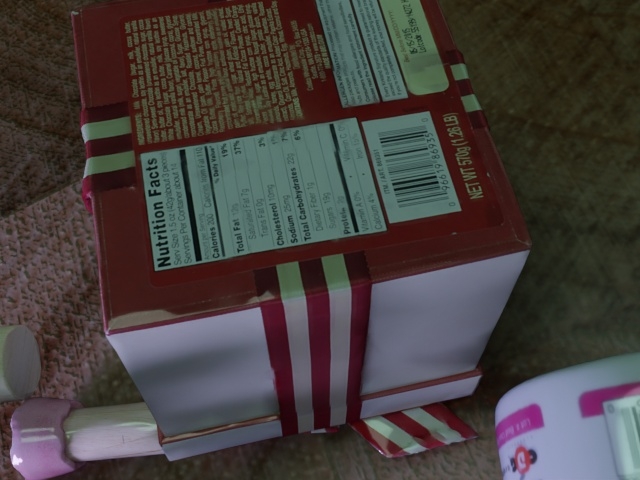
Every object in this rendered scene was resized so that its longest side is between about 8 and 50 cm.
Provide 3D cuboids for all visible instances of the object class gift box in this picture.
[{"bbox_3d":[0.000,0.000,0.564,0.276,0.258,0.255,-6,62,-5],"label":"gift box"}]

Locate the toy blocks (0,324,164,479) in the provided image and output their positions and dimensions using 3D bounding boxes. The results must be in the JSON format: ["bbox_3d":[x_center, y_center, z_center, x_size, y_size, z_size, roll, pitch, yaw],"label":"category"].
[{"bbox_3d":[-0.259,0.231,0.529,0.260,0.288,0.309,-7,67,9],"label":"toy blocks"}]

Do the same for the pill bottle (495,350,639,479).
[{"bbox_3d":[0.192,0.214,0.447,0.160,0.160,0.283,-11,64,15],"label":"pill bottle"}]
